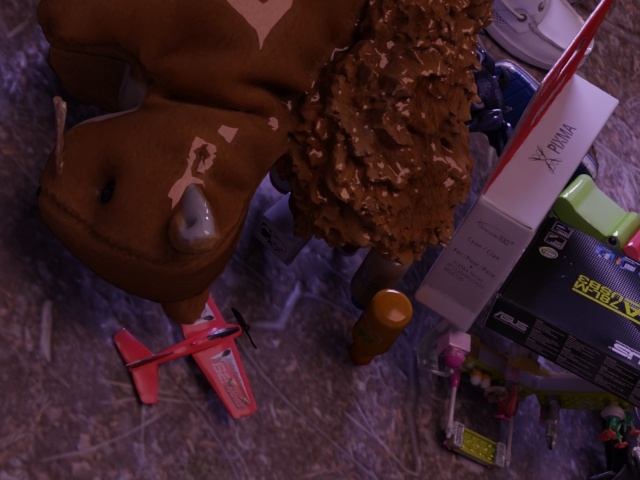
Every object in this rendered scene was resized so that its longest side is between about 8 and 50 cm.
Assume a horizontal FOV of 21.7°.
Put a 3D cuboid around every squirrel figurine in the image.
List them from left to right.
[{"bbox_3d":[-0.046,-0.113,1.386,0.396,0.281,0.371,16,63,-7],"label":"squirrel figurine"}]

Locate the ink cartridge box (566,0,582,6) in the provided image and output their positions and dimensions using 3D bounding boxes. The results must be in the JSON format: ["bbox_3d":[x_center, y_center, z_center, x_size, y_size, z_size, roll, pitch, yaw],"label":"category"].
[{"bbox_3d":[0.353,-0.439,2.045,0.273,0.114,0.198,-38,95,-37],"label":"ink cartridge box"}]

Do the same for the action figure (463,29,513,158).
[{"bbox_3d":[0.109,-0.171,1.698,0.276,0.140,0.164,48,29,-50],"label":"action figure"}]

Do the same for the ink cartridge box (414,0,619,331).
[{"bbox_3d":[0.214,-0.087,1.570,0.066,0.261,0.296,33,37,6],"label":"ink cartridge box"}]

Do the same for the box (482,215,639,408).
[{"bbox_3d":[0.269,0.069,1.594,0.190,0.045,0.184,29,31,10],"label":"box"}]

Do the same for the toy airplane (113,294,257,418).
[{"bbox_3d":[-0.114,0.094,1.427,0.151,0.028,0.151,21,54,-32],"label":"toy airplane"}]

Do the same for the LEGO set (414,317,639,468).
[{"bbox_3d":[0.219,0.165,1.613,0.287,0.132,0.107,16,62,-13],"label":"LEGO set"}]

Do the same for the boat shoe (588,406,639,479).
[{"bbox_3d":[0.322,0.252,1.688,0.102,0.108,0.301,-1,79,-8],"label":"boat shoe"}]

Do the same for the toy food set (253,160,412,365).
[{"bbox_3d":[0.000,0.000,1.556,0.232,0.104,0.111,42,57,8],"label":"toy food set"}]

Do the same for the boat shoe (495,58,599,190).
[{"bbox_3d":[0.243,-0.134,1.851,0.183,0.066,0.066,51,39,-22],"label":"boat shoe"}]

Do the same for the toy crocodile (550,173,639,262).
[{"bbox_3d":[0.366,0.078,1.810,0.115,0.105,0.341,-33,91,-46],"label":"toy crocodile"}]

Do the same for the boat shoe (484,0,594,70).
[{"bbox_3d":[0.220,-0.288,1.882,0.277,0.096,0.098,32,50,-26],"label":"boat shoe"}]
